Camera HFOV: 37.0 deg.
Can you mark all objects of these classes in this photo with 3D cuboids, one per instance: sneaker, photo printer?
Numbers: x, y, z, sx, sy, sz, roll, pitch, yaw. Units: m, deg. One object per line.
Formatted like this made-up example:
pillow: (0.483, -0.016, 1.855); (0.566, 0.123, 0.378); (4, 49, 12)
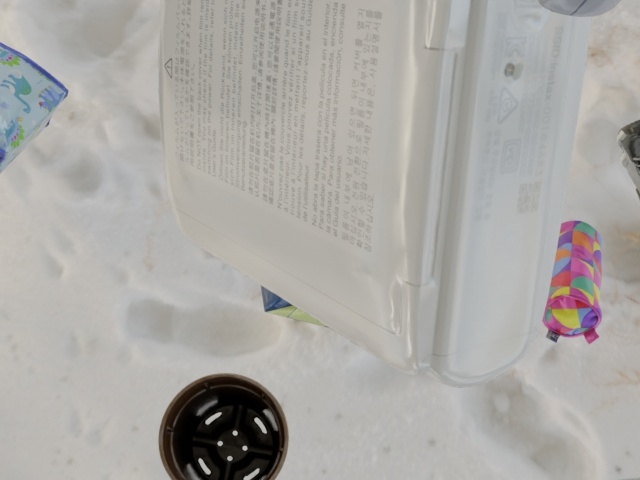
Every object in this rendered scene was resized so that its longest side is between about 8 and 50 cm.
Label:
sneaker: (0.543, -0.114, 1.546); (0.086, 0.228, 0.132); (-21, 73, 14)
photo printer: (0.003, -0.089, 0.559); (0.107, 0.307, 0.256); (-10, 112, -35)

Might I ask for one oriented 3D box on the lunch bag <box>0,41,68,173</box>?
lunch bag: (-0.369, -0.150, 1.003); (0.151, 0.129, 0.096); (40, 134, -12)

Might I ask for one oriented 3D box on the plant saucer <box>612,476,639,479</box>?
plant saucer: (0.239, 0.378, 1.060); (0.400, 0.400, 0.101); (-22, 60, 12)

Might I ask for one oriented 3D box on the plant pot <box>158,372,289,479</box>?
plant pot: (-0.123, 0.274, 1.291); (0.167, 0.165, 0.167); (0, 74, 0)

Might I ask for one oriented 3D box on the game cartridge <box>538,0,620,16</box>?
game cartridge: (0.109, -0.245, 0.307); (0.060, 0.196, 0.294); (6, 60, -16)

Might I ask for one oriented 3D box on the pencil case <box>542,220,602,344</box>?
pencil case: (0.423, 0.066, 1.602); (0.104, 0.236, 0.104); (9, 128, 11)

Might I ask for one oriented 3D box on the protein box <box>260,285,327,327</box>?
protein box: (0.000, 0.000, 1.594); (0.136, 0.201, 0.200); (17, 134, -32)
